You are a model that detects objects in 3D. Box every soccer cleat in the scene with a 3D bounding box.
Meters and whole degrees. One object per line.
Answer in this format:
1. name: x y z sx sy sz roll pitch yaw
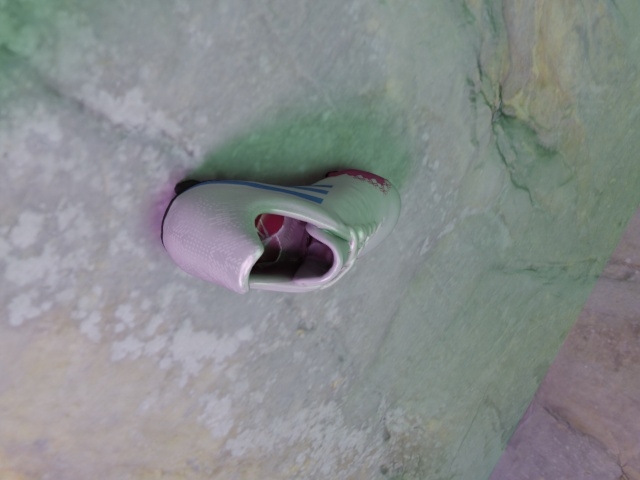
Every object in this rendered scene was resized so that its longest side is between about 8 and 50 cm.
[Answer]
1. soccer cleat: 0.000 0.000 0.681 0.331 0.143 0.116 -8 120 -47
